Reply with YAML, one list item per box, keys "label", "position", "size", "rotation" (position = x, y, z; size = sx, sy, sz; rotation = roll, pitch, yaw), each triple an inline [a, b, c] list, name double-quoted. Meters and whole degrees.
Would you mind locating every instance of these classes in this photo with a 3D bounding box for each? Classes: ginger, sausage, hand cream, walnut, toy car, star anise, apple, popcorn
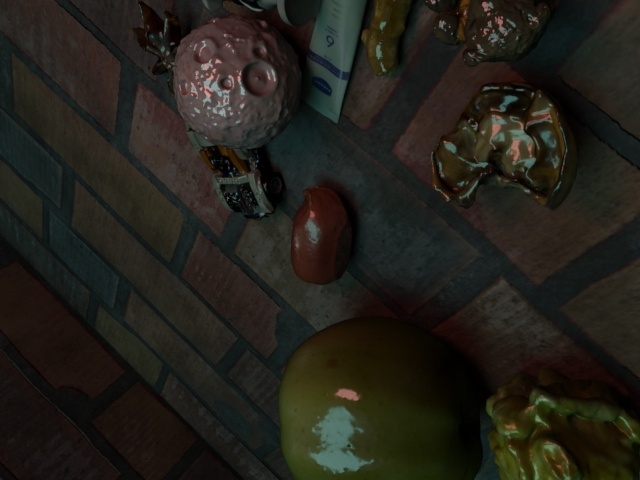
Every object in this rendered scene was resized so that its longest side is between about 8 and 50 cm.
- label: "ginger"
  position: [0.131, -0.401, 0.920]
  size: [0.118, 0.065, 0.299]
  rotation: [45, 141, 25]
- label: "sausage"
  position: [0.000, 0.000, 1.306]
  size: [0.148, 0.148, 0.255]
  rotation: [27, 136, 23]
- label: "hand cream"
  position: [0.026, -0.367, 1.066]
  size: [0.109, 0.067, 0.321]
  rotation: [36, 146, 12]
- label: "walnut"
  position: [0.303, -0.157, 0.910]
  size: [0.238, 0.141, 0.204]
  rotation: [5, 114, 42]
- label: "toy car"
  position: [-0.202, -0.179, 1.363]
  size: [0.193, 0.118, 0.301]
  rotation: [5, 127, 37]
- label: "star anise"
  position: [-0.326, -0.425, 1.292]
  size: [0.288, 0.088, 0.288]
  rotation: [29, 153, 17]
- label: "apple"
  position: [0.134, 0.395, 1.288]
  size: [0.473, 0.473, 0.474]
  rotation: [24, 135, 26]
- label: "popcorn"
  position: [0.466, 0.396, 1.111]
  size: [0.312, 0.312, 0.312]
  rotation: [24, 135, 26]

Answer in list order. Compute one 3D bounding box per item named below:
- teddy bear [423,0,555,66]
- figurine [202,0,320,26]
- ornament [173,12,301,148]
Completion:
- label: "teddy bear"
  position: [0.245, -0.323, 0.792]
  size: [0.177, 0.190, 0.140]
  rotation: [-28, 132, 31]
- label: "figurine"
  position: [-0.115, -0.474, 0.993]
  size: [0.236, 0.176, 0.133]
  rotation: [25, 148, 22]
- label: "ornament"
  position: [-0.157, -0.308, 1.105]
  size: [0.225, 0.259, 0.260]
  rotation: [24, 141, 62]
